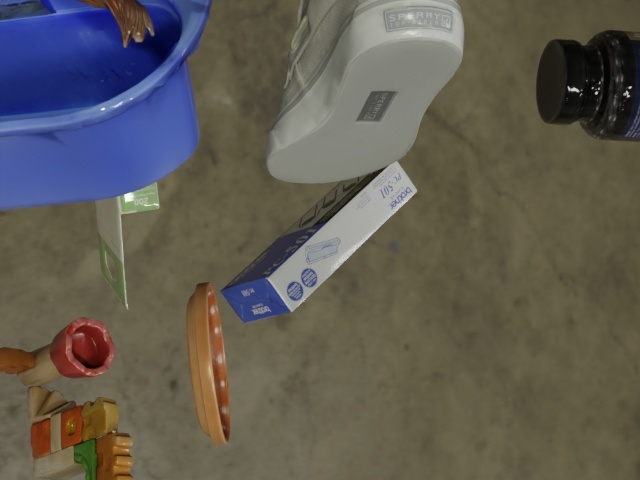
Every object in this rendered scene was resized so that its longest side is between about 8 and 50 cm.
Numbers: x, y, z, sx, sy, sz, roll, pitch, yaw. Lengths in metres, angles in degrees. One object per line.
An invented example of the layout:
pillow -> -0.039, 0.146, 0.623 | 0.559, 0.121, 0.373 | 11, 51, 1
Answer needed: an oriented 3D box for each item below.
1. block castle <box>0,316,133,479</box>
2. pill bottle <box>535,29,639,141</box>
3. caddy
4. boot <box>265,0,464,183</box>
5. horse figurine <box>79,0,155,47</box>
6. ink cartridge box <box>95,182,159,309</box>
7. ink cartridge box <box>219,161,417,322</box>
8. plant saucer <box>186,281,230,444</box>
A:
block castle -> -0.407, 0.318, 1.721 | 0.303, 0.212, 0.454 | 14, 63, -43
pill bottle -> 0.357, -0.169, 1.439 | 0.219, 0.123, 0.123 | 2, 78, -11
caddy -> -0.248, -0.165, 1.062 | 0.179, 0.341, 0.241 | 74, 12, -58
boot -> 0.023, -0.131, 0.841 | 0.095, 0.258, 0.123 | 2, 71, -18
horse figurine -> -0.137, -0.199, 0.818 | 0.263, 0.174, 0.066 | -86, -177, -63
ink cartridge box -> -0.240, -0.054, 1.581 | 0.056, 0.171, 0.235 | -10, 107, -18
ink cartridge box -> 0.000, 0.000, 1.322 | 0.207, 0.097, 0.046 | -43, 104, -31
plant saucer -> -0.058, 0.063, 0.668 | 0.083, 0.013, 0.084 | -7, 90, -90
